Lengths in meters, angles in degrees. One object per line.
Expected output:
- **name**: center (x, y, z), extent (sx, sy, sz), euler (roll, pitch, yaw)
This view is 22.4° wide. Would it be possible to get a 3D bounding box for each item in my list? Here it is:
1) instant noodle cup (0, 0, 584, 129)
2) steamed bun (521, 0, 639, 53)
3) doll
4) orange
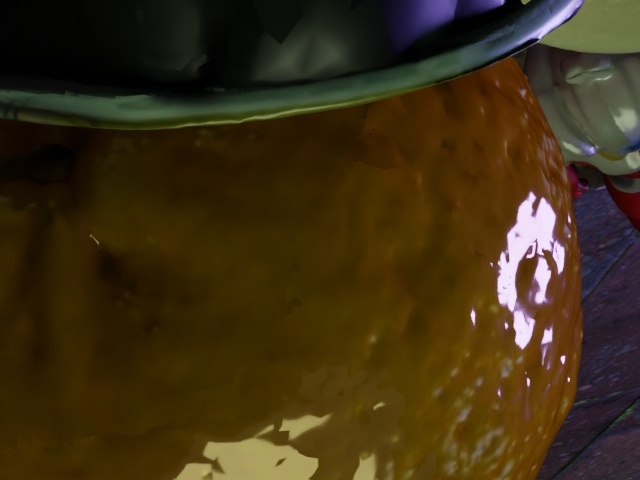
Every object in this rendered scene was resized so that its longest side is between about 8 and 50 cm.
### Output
- **instant noodle cup**: center (-0.037, -0.170, 0.376), extent (0.215, 0.215, 0.236), euler (-12, 122, -17)
- **steamed bun**: center (0.116, -0.196, 0.526), extent (0.155, 0.200, 0.250), euler (20, 140, -22)
- **doll**: center (0.221, -0.078, 1.043), extent (0.188, 0.099, 0.384), euler (-27, 161, 21)
- **orange**: center (-0.062, 0.009, 0.672), extent (0.340, 0.340, 0.293), euler (-22, 153, 7)
